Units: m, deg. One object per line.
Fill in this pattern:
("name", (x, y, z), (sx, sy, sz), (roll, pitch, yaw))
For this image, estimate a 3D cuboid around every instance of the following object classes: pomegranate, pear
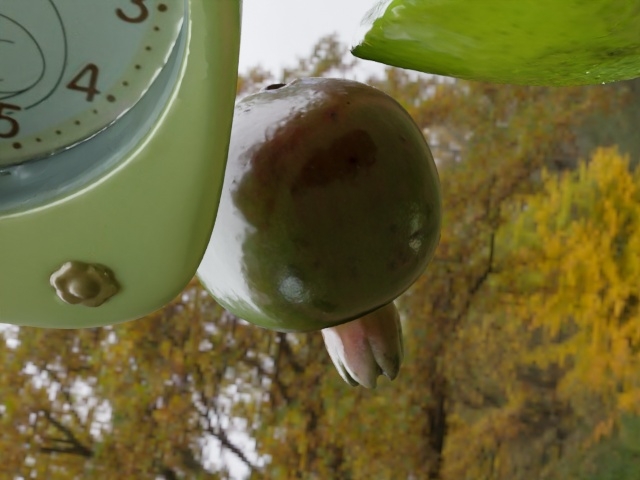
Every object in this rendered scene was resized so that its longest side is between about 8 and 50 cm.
("pomegranate", (0.000, 0.000, 0.774), (0.180, 0.180, 0.209), (-47, -57, -64))
("pear", (0.118, -0.136, 0.511), (0.139, 0.239, 0.288), (42, -125, -13))

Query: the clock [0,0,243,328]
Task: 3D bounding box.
("clock", (-0.162, -0.122, 0.491), (0.117, 0.286, 0.348), (-91, 17, -48))
